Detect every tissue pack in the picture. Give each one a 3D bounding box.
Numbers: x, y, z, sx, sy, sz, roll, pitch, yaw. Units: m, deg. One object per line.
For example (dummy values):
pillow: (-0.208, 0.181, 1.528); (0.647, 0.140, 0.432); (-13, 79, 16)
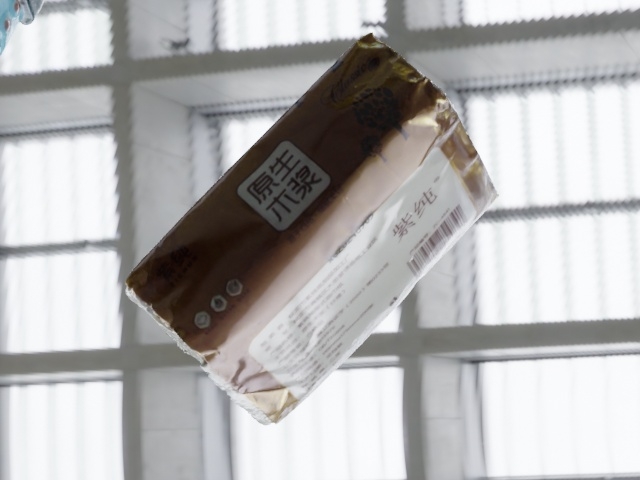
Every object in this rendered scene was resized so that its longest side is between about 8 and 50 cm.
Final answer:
tissue pack: (0.000, 0.000, 1.164); (0.226, 0.183, 0.092); (-44, -119, -3)

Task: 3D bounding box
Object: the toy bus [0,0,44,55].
toy bus: (-0.308, -0.135, 0.962); (0.271, 0.133, 0.164); (6, -128, 17)
